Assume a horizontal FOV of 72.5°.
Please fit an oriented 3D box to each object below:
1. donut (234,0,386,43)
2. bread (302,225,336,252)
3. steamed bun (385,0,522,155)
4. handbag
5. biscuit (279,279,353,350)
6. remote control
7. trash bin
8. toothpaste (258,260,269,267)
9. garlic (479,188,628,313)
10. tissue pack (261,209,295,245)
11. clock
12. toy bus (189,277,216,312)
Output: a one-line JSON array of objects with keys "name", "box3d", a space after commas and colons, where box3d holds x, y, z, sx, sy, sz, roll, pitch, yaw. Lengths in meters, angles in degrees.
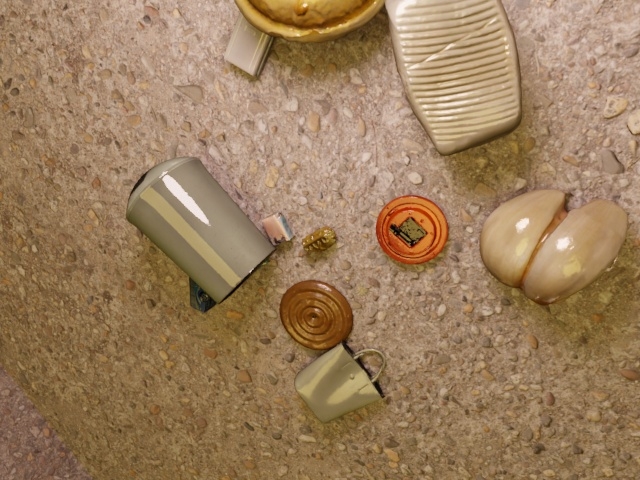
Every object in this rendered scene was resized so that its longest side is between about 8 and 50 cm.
[{"name": "donut", "box3d": [-0.016, -0.668, 0.982, 0.448, 0.198, 0.449, 0, 92, 12]}, {"name": "bread", "box3d": [0.000, 0.000, 1.338, 0.110, 0.060, 0.066, -29, 68, 24]}, {"name": "steamed bun", "box3d": [0.304, -0.408, 0.992, 0.247, 0.236, 0.384, -21, 108, 21]}, {"name": "handbag", "box3d": [0.080, 0.468, 1.456, 0.315, 0.109, 0.241, -34, 97, 23]}, {"name": "biscuit", "box3d": [-0.020, 0.254, 1.448, 0.261, 0.037, 0.262, 6, 111, 16]}, {"name": "remote control", "box3d": [-0.161, -0.597, 1.176, 0.102, 0.055, 0.277, 32, 113, 6]}, {"name": "trash bin", "box3d": [-0.366, -0.044, 1.322, 0.432, 0.280, 0.280, 46, 117, -2]}, {"name": "toothpaste", "box3d": [-0.262, 0.105, 1.479, 0.205, 0.036, 0.056, -35, 95, 21]}, {"name": "garlic", "box3d": [0.568, 0.015, 1.085, 0.249, 0.286, 0.313, 5, 127, -31]}, {"name": "tissue pack", "box3d": [-0.133, -0.041, 1.366, 0.074, 0.059, 0.094, -21, 101, 28]}, {"name": "clock", "box3d": [0.258, -0.028, 1.242, 0.205, 0.051, 0.205, 6, 112, 16]}, {"name": "toy bus", "box3d": [-0.409, 0.131, 1.513, 0.094, 0.079, 0.237, 10, 112, 17]}]
